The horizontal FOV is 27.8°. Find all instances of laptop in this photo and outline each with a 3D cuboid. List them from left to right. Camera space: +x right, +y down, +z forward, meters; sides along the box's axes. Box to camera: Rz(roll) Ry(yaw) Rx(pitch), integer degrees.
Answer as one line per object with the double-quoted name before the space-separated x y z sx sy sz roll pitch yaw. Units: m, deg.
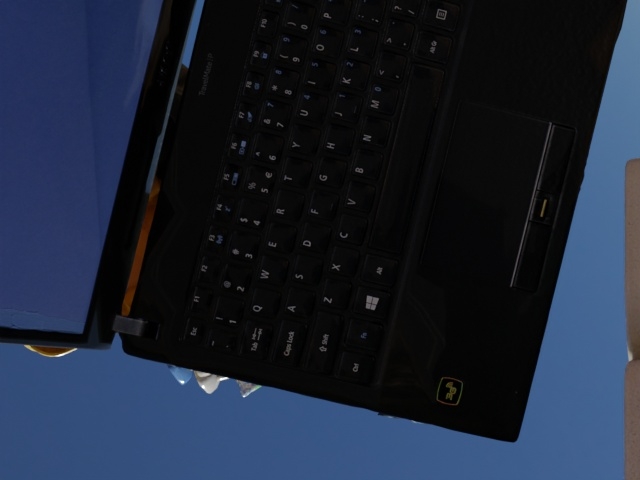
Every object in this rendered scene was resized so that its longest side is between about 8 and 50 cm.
"laptop" -0.013 -0.058 0.457 0.264 0.234 0.136 14 -179 -6

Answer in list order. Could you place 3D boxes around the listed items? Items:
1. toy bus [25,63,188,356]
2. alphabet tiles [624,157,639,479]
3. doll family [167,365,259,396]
"toy bus" -0.171 -0.061 0.678 0.220 0.149 0.211 57 157 -13
"alphabet tiles" 0.122 0.108 0.444 0.284 0.021 0.278 66 -153 -50
"doll family" 0.000 0.000 0.752 0.263 0.163 0.118 -101 -8 -45
